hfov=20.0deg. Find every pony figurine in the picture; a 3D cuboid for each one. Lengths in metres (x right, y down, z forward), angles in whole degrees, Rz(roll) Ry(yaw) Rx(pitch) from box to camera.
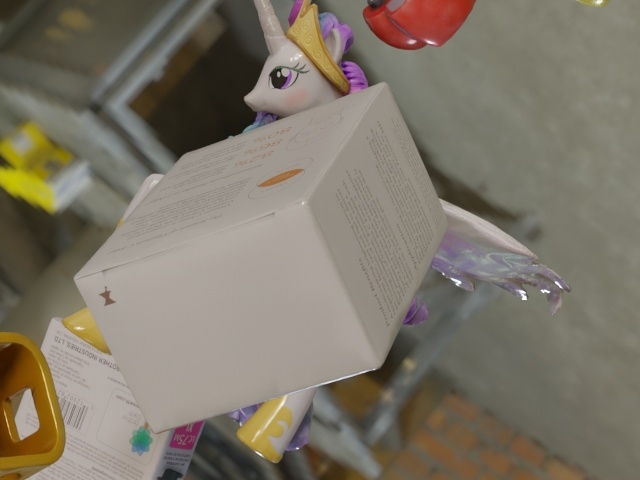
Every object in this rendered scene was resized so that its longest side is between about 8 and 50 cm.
[{"bbox_3d":[0.000,0.000,1.582,0.351,0.363,0.303,35,177,-16],"label":"pony figurine"}]

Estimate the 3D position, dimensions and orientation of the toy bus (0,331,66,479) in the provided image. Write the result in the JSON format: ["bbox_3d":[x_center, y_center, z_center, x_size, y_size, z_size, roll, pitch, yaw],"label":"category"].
[{"bbox_3d":[-0.251,0.133,1.148,0.202,0.191,0.104,28,-163,39],"label":"toy bus"}]

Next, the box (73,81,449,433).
[{"bbox_3d":[-0.024,0.005,0.915,0.130,0.170,0.091,-18,108,23],"label":"box"}]

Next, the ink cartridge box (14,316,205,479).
[{"bbox_3d":[-0.234,0.250,1.763,0.186,0.311,0.065,21,179,33],"label":"ink cartridge box"}]

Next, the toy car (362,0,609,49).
[{"bbox_3d":[0.120,-0.233,1.312,0.239,0.053,0.225,-12,135,15],"label":"toy car"}]
